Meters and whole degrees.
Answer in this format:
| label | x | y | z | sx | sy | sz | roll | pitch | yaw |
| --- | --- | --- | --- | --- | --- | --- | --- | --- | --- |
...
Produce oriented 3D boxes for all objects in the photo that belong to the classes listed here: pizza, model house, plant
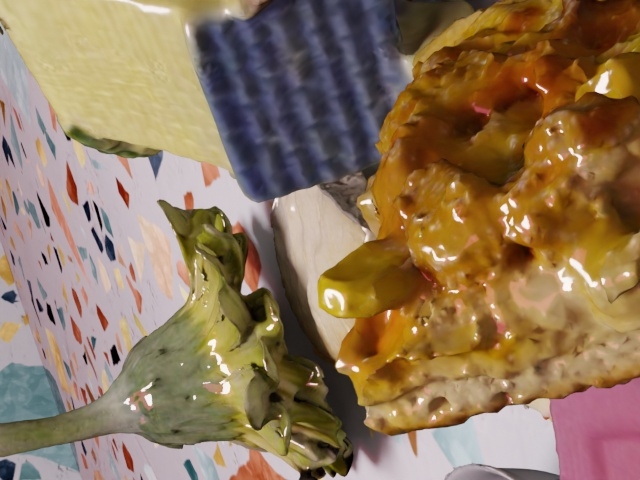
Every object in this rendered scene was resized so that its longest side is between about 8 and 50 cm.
| label | x | y | z | sx | sy | sz | roll | pitch | yaw |
| --- | --- | --- | --- | --- | --- | --- | --- | --- | --- |
| pizza | 0.132 | -0.065 | 0.423 | 0.087 | 0.258 | 0.268 | 58 | -153 | -22 |
| model house | -0.031 | -0.193 | 0.654 | 0.266 | 0.261 | 0.321 | 18 | 144 | 32 |
| plant | -0.091 | 0.132 | 0.950 | 0.261 | 0.297 | 0.305 | 28 | 140 | 24 |

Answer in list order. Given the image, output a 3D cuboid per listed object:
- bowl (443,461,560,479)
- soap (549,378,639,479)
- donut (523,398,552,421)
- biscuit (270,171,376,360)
| label | x | y | z | sx | sy | sz | roll | pitch | yaw |
| --- | --- | --- | --- | --- | --- | --- | --- | --- | --- |
| bowl | 0.150 | 0.205 | 0.646 | 0.189 | 0.086 | 0.189 | 45 | 143 | 49 |
| soap | 0.235 | 0.123 | 0.359 | 0.359 | 0.128 | 0.232 | 25 | 130 | 60 |
| donut | 0.135 | 0.040 | 0.593 | 0.166 | 0.065 | 0.108 | 31 | 133 | 55 |
| biscuit | 0.000 | 0.000 | 0.851 | 0.265 | 0.040 | 0.188 | 145 | 112 | -73 |
